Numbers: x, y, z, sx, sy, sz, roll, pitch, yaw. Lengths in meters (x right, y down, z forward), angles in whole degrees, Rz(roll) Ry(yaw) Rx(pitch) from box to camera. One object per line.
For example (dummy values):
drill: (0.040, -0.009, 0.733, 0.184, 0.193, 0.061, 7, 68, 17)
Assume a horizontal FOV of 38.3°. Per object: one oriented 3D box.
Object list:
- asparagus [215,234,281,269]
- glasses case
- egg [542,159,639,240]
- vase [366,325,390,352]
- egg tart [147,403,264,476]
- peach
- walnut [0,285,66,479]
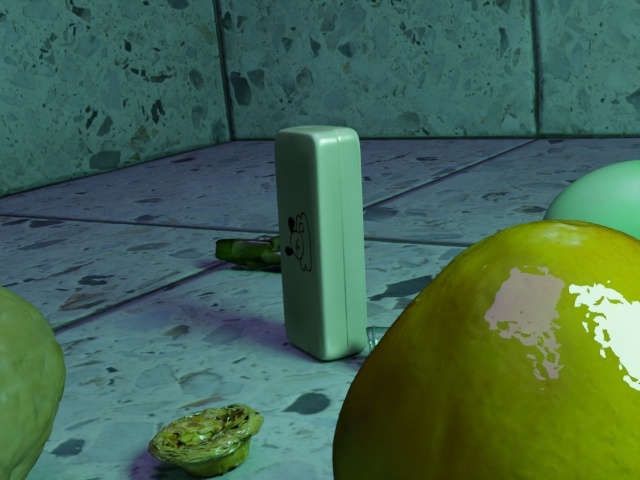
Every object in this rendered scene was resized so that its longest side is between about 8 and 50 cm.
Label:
asparagus: (-0.063, 0.023, 1.729, 0.287, 0.080, 0.080, -2, 14, 29)
glasses case: (0.000, 0.000, 1.274, 0.070, 0.313, 0.131, -9, 13, -28)
egg: (0.444, -0.002, 1.295, 0.269, 0.220, 0.220, -1, 14, 22)
vase: (0.169, 0.124, 1.204, 0.214, 0.086, 0.086, -10, 13, 3)
egg tart: (-0.121, 0.218, 0.990, 0.128, 0.049, 0.129, -11, 12, 2)
peach: (0.168, 0.131, 0.662, 0.308, 0.289, 0.289, -40, 26, -19)
walnut: (-0.386, 0.162, 0.874, 0.252, 0.277, 0.313, 34, 26, 3)
